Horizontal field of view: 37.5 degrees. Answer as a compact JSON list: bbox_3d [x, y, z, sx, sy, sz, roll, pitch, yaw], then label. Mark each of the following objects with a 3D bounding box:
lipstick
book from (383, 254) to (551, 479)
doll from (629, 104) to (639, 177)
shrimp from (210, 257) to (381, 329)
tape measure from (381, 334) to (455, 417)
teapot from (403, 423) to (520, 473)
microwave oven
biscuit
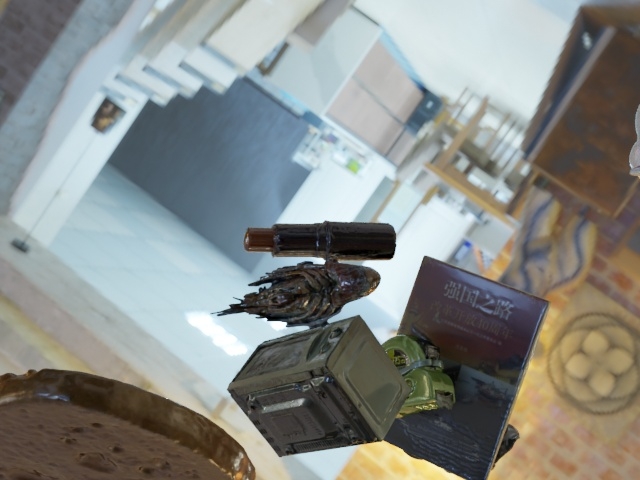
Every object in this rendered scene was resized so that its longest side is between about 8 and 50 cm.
[{"bbox_3d":[0.000,0.000,1.818,0.299,0.081,0.081,2,-165,-12],"label":"lipstick"},{"bbox_3d":[0.254,0.245,1.793,0.262,0.374,0.028,21,-174,27],"label":"book"},{"bbox_3d":[0.645,-0.192,1.782,0.110,0.181,0.106,27,156,-33],"label":"doll"},{"bbox_3d":[-0.033,0.076,1.248,0.079,0.232,0.090,34,-138,-87],"label":"shrimp"},{"bbox_3d":[0.159,0.250,1.720,0.087,0.177,0.154,16,-119,-40],"label":"tape measure"},{"bbox_3d":[0.260,0.371,1.960,0.285,0.305,0.223,63,-171,-8],"label":"teapot"},{"bbox_3d":[-0.006,0.215,1.336,0.163,0.205,0.129,56,-137,-15],"label":"microwave oven"},{"bbox_3d":[-0.196,0.191,0.839,0.273,0.257,0.049,49,-144,-40],"label":"biscuit"}]
